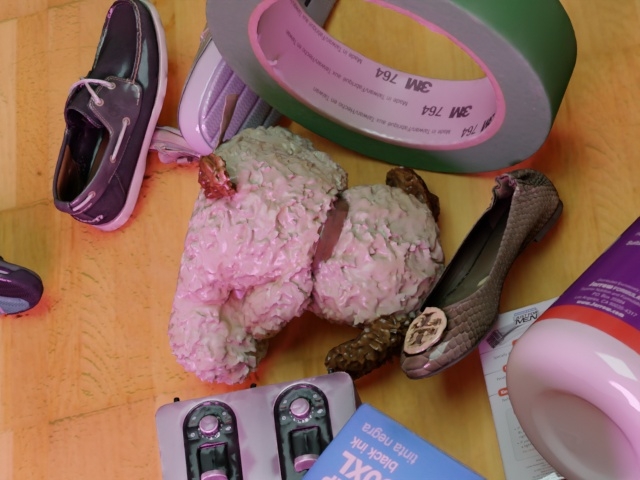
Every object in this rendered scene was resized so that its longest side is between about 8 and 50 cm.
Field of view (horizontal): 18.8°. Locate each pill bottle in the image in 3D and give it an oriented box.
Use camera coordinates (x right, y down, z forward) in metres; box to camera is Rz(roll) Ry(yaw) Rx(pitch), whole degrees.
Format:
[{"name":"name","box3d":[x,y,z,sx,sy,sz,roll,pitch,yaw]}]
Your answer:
[{"name":"pill bottle","box3d":[0.304,0.054,1.516,0.181,0.181,0.323,29,57,33]}]

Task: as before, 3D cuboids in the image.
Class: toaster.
[{"name":"toaster","box3d":[-0.036,0.200,1.595,0.168,0.186,0.110,-10,59,6]}]

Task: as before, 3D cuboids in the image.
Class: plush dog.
[{"name":"plush dog","box3d":[0.000,0.000,1.707,0.225,0.211,0.262,15,64,3]}]

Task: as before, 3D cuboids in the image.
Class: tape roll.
[{"name":"tape roll","box3d":[0.060,-0.176,1.692,0.321,0.321,0.077,11,64,27]}]

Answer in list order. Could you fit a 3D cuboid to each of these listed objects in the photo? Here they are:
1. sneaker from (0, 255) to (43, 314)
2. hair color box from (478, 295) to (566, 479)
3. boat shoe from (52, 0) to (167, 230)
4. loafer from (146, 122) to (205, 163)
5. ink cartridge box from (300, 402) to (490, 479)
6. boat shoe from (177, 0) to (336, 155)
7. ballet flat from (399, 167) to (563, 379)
[{"name":"sneaker","box3d":[-0.358,0.008,1.891,0.223,0.083,0.098,7,58,26]},{"name":"hair color box","box3d":[0.191,0.135,1.612,0.093,0.053,0.167,-17,56,13]},{"name":"boat shoe","box3d":[-0.206,-0.130,1.877,0.084,0.079,0.233,3,77,41]},{"name":"loafer","box3d":[-0.152,-0.092,1.900,0.125,0.045,0.039,22,86,38]},{"name":"ink cartridge box","box3d":[0.010,0.361,1.397,0.166,0.285,0.395,30,74,35]},{"name":"boat shoe","box3d":[-0.067,-0.199,1.903,0.094,0.109,0.302,1,48,38]},{"name":"ballet flat","box3d":[0.133,0.022,1.659,0.084,0.058,0.250,-4,38,45]}]
